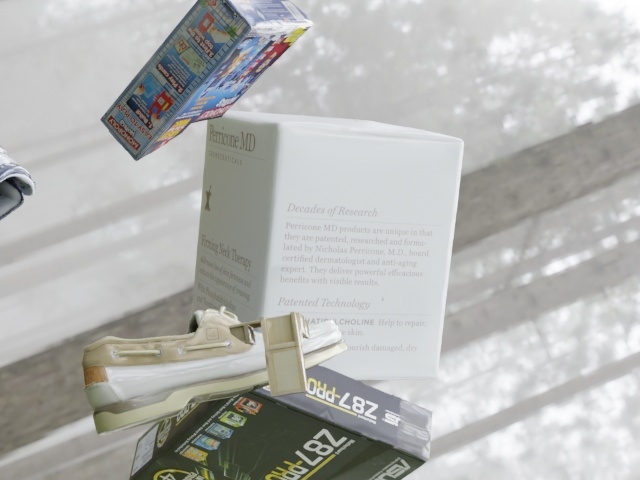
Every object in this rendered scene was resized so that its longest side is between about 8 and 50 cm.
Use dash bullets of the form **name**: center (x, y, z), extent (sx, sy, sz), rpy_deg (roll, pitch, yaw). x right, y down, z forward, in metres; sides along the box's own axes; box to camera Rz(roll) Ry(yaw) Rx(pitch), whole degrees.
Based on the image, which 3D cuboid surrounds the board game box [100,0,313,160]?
- **board game box**: center (-0.118, -0.168, 1.320), extent (0.060, 0.194, 0.194), rpy_deg (49, 19, 4)

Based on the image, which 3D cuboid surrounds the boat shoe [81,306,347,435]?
- **boat shoe**: center (-0.116, 0.125, 1.483), extent (0.113, 0.302, 0.103), rpy_deg (-40, -113, 65)

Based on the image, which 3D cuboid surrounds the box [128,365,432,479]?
- **box**: center (-0.068, 0.313, 1.997), extent (0.395, 0.318, 0.097), rpy_deg (-45, -151, 46)

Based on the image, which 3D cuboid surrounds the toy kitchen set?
- **toy kitchen set**: center (-0.046, 0.110, 1.233), extent (0.083, 0.068, 0.075), rpy_deg (52, 29, -77)

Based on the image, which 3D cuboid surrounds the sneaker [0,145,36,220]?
- **sneaker**: center (-0.390, -0.066, 1.428), extent (0.153, 0.099, 0.282), rpy_deg (45, -16, -2)

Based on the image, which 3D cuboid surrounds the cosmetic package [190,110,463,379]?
- **cosmetic package**: center (0.000, 0.000, 2.169), extent (0.329, 0.327, 0.394), rpy_deg (-159, -107, -65)
